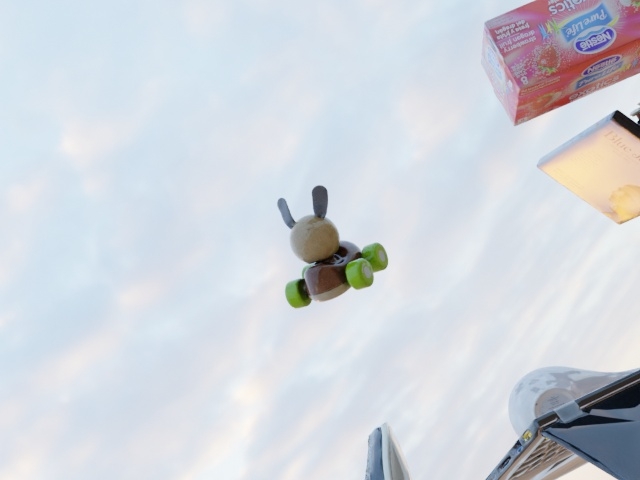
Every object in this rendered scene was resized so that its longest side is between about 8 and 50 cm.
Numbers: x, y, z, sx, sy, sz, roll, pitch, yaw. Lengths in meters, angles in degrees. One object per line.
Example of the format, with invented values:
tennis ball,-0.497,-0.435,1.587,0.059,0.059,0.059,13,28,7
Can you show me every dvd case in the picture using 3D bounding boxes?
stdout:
dvd case,0.472,-0.109,1.658,0.022,0.180,0.253,-57,5,-19

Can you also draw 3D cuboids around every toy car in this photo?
toy car,0.000,0.000,1.799,0.155,0.188,0.149,-19,12,28

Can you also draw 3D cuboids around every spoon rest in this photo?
spoon rest,0.433,0.247,1.651,0.276,0.137,0.084,-19,-10,9

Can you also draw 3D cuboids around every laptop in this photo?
laptop,0.410,0.247,1.119,0.382,0.236,0.408,-17,-30,-28

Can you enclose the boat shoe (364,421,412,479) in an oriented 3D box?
boat shoe,0.077,0.345,1.314,0.079,0.254,0.095,-23,-44,18

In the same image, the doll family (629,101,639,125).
doll family,0.634,-0.209,1.941,0.076,0.111,0.193,-29,6,39

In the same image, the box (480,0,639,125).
box,0.370,-0.284,1.501,0.257,0.123,0.128,-23,-19,-1
